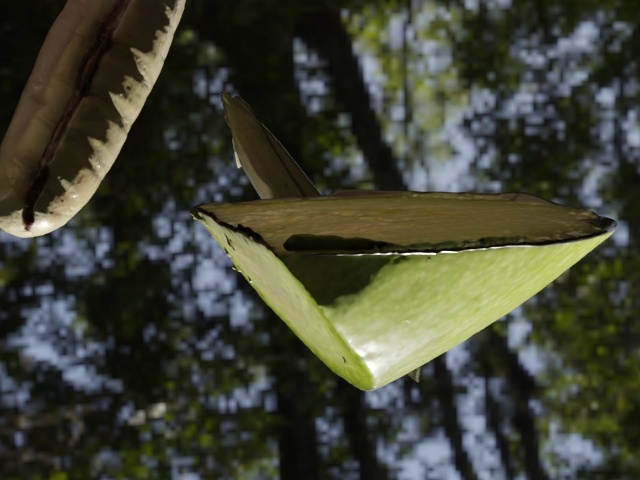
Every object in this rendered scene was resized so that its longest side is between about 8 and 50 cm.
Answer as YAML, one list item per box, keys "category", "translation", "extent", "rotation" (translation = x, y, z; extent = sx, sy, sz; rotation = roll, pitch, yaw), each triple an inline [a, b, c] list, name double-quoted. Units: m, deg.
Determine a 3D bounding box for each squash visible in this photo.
- category: "squash"
  translation: [0.045, 0.025, 0.826]
  extent: [0.184, 0.085, 0.192]
  rotation: [-1, -171, -15]

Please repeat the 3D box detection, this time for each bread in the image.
- category: "bread"
  translation: [-0.135, -0.097, 1.060]
  extent: [0.053, 0.214, 0.073]
  rotation: [1, 149, 48]

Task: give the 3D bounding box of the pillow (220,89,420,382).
- category: "pillow"
  translation: [0.001, 0.000, 1.142]
  extent: [0.033, 0.217, 0.130]
  rotation: [-35, 167, -4]
